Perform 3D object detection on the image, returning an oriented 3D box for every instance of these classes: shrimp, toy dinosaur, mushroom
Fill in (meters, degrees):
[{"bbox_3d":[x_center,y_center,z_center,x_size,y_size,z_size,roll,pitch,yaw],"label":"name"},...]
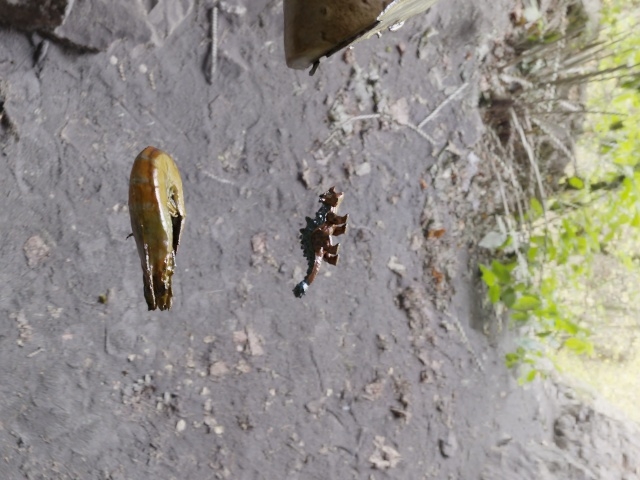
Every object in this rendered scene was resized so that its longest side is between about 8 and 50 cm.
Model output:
[{"bbox_3d":[-0.241,-0.018,1.003,0.150,0.068,0.249,37,51,-68],"label":"shrimp"},{"bbox_3d":[0.000,0.000,0.802,0.055,0.049,0.154,18,65,5],"label":"toy dinosaur"},{"bbox_3d":[0.036,-0.200,0.508,0.094,0.072,0.209,51,49,2],"label":"mushroom"}]
